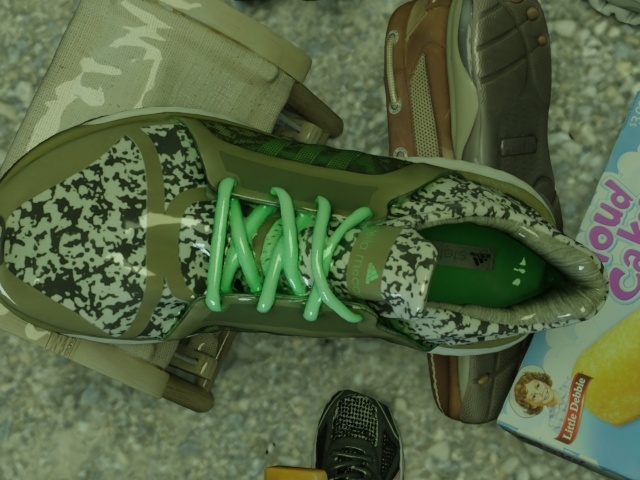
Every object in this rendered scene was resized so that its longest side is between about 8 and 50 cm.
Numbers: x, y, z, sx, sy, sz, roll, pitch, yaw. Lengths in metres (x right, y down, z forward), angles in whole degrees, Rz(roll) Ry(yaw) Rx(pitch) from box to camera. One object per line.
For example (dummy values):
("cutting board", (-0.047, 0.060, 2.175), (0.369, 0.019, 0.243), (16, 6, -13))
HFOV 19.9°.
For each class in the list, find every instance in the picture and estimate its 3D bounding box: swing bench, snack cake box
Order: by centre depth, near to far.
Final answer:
("swing bench", (-0.116, -0.030, 1.278), (0.165, 0.254, 0.253), (24, 85, 8))
("snack cake box", (0.250, 0.044, 1.301), (0.152, 0.089, 0.264), (21, 84, 21))

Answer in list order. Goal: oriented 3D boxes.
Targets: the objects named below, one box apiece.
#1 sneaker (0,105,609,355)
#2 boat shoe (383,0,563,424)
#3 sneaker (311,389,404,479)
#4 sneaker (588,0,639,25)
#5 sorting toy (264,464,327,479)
("sneaker", (0.000, 0.000, 1.120), (0.410, 0.182, 0.158), (1, 93, -23))
("boat shoe", (0.102, -0.029, 1.341), (0.116, 0.123, 0.324), (1, 90, 39))
("sneaker", (0.023, 0.197, 1.321), (0.072, 0.077, 0.178), (2, 81, 5))
("sneaker", (0.281, -0.189, 1.335), (0.292, 0.118, 0.110), (36, 88, 11))
("sorting toy", (-0.014, 0.330, 1.263), (0.047, 0.196, 0.347), (-5, 78, -37))
